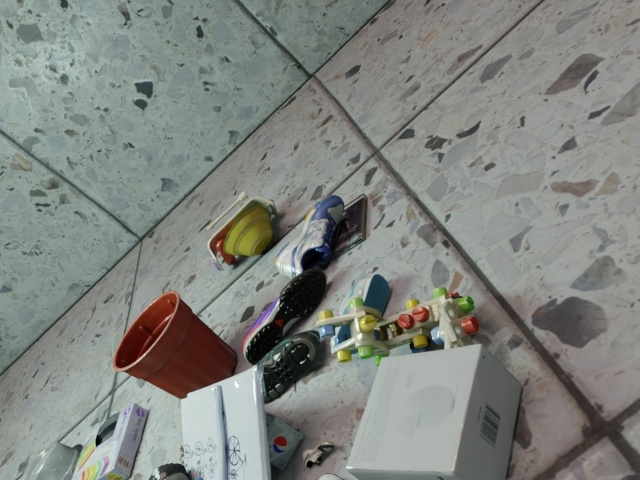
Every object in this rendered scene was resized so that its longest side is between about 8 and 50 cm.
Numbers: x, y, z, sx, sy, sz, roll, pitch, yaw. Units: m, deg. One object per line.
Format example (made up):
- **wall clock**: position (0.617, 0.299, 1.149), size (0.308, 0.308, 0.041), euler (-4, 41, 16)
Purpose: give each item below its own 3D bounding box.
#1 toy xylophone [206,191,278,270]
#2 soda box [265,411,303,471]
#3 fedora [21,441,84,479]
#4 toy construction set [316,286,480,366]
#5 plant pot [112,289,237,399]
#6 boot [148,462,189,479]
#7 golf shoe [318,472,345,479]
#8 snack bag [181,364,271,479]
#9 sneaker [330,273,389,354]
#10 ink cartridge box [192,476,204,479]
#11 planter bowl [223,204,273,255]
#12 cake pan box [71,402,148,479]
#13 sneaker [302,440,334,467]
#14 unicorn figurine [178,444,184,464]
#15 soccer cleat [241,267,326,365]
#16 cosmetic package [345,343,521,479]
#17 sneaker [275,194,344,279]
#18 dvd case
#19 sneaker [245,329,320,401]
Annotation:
- **toy xylophone**: position (-0.296, -0.043, 2.261), size (0.322, 0.081, 0.236), euler (-49, -18, -6)
- **soda box**: position (-0.165, 0.441, 1.472), size (0.286, 0.098, 0.091), euler (-1, 52, 57)
- **fedora**: position (-0.902, 0.784, 2.078), size (0.244, 0.124, 0.275), euler (-24, 33, 40)
- **toy construction set**: position (0.174, 0.164, 1.223), size (0.328, 0.215, 0.151), euler (-11, 68, 41)
- **plant pot**: position (-0.402, 0.329, 1.807), size (0.272, 0.265, 0.272), euler (-36, 27, 22)
- **boot**: position (-0.359, 0.685, 1.367), size (0.223, 0.118, 0.338), euler (37, 105, 51)
- **golf shoe**: position (0.016, 0.487, 1.134), size (0.077, 0.094, 0.198), euler (-45, 24, 7)
- **snack bag**: position (-0.214, 0.468, 1.378), size (0.343, 0.037, 0.322), euler (-30, 58, 44)
- **sneaker**: position (0.085, 0.184, 1.492), size (0.092, 0.087, 0.228), euler (-24, 25, 51)
- **ink cartridge box**: position (-0.331, 0.660, 1.112), size (0.395, 0.166, 0.285), euler (-25, 43, -4)
- **planter bowl**: position (-0.232, -0.011, 2.196), size (0.217, 0.090, 0.217), euler (-45, -19, -20)
- **cake pan box**: position (-0.663, 0.665, 1.953), size (0.246, 0.070, 0.266), euler (-34, 28, 21)
- **sneaker**: position (-0.002, 0.446, 1.301), size (0.083, 0.032, 0.036), euler (-38, 40, 28)
- **unicorn figurine**: position (-0.281, 0.517, 1.557), size (0.162, 0.111, 0.060), euler (-43, 32, 43)
- **soccer cleat**: position (-0.109, 0.199, 1.738), size (0.318, 0.109, 0.116), euler (-52, 22, -6)
- **cosmetic package**: position (0.193, 0.315, 1.058), size (0.225, 0.138, 0.224), euler (-17, 38, 44)
- **sneaker**: position (0.000, 0.000, 1.848), size (0.131, 0.112, 0.296), euler (22, 73, 46)
- **dvd case**: position (0.071, -0.035, 1.898), size (0.165, 0.018, 0.221), euler (-34, 29, 28)
- **sneaker**: position (-0.098, 0.318, 1.586), size (0.267, 0.101, 0.106), euler (-37, 5, 21)
